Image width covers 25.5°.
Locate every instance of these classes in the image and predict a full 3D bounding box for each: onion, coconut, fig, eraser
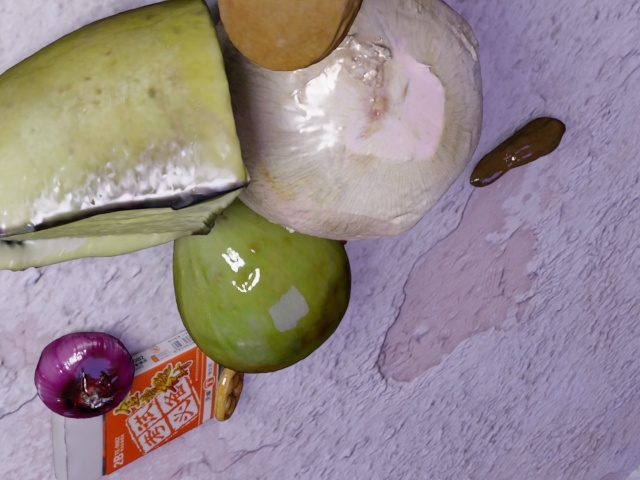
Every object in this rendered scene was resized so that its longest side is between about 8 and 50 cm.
[{"bbox_3d":[-0.265,0.156,1.603,0.115,0.104,0.115,-9,119,-17],"label":"onion"},{"bbox_3d":[0.024,-0.145,1.453,0.297,0.254,0.297,-8,104,-33],"label":"coconut"},{"bbox_3d":[-0.067,0.037,1.619,0.207,0.207,0.230,-29,138,-27],"label":"fig"},{"bbox_3d":[-0.226,0.207,1.755,0.230,0.038,0.157,-25,141,-31],"label":"eraser"}]

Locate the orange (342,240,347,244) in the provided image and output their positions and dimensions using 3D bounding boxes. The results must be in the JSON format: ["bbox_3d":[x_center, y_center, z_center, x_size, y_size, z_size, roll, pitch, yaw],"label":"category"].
[{"bbox_3d":[0.000,0.000,1.785,0.086,0.062,0.086,-27,139,-26],"label":"orange"}]

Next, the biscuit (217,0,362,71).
[{"bbox_3d":[-0.103,-0.334,1.044,0.076,0.394,0.368,-49,161,-56],"label":"biscuit"}]

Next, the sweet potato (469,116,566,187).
[{"bbox_3d":[0.282,-0.127,1.987,0.182,0.054,0.053,-31,134,-21],"label":"sweet potato"}]

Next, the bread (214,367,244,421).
[{"bbox_3d":[-0.115,0.180,1.822,0.110,0.024,0.110,15,90,-82],"label":"bread"}]

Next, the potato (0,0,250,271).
[{"bbox_3d":[-0.235,-0.096,1.306,0.280,0.212,0.330,-10,174,-12],"label":"potato"}]
